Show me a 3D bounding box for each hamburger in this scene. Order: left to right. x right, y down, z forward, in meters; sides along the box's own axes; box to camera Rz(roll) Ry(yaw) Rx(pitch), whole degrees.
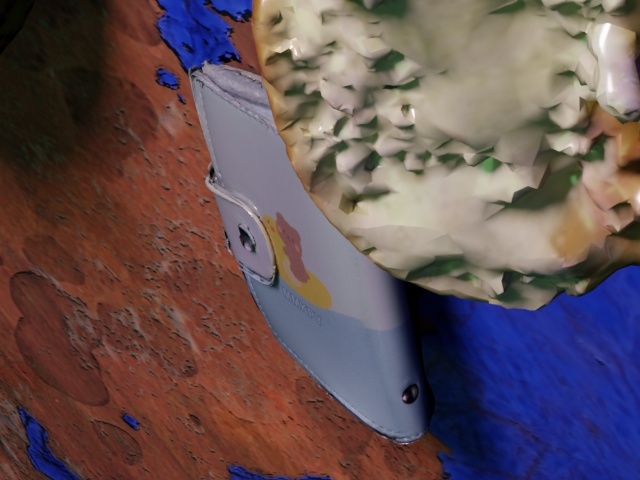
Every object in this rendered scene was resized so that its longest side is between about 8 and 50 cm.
[{"bbox_3d":[0.122,-0.188,0.580,0.268,0.287,0.445,7,133,5],"label":"hamburger"}]

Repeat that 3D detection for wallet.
[{"bbox_3d":[0.000,0.000,1.103,0.170,0.069,0.231,33,147,44],"label":"wallet"}]

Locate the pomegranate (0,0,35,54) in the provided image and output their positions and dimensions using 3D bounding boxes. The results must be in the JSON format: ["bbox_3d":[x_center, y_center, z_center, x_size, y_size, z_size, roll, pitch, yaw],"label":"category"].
[{"bbox_3d":[-0.269,-0.191,1.059,0.211,0.211,0.263,90,167,-49],"label":"pomegranate"}]
